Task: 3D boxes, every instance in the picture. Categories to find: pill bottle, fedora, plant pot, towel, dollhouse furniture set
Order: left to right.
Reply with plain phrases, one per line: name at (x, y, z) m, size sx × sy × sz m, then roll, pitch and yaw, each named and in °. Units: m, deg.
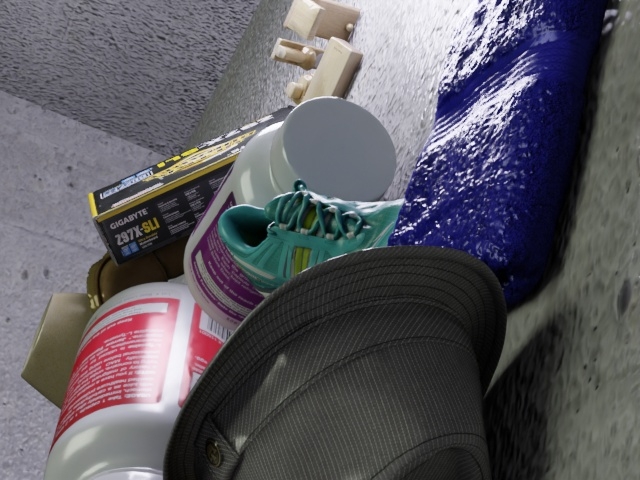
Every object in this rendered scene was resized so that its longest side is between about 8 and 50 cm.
plant pot at (-0.273, 0.179, 2.012) m, size 0.256 × 0.274 × 0.256 m, roll -158°, pitch 90°, yaw -79°
pill bottle at (-0.196, 0.239, 1.651) m, size 0.408 × 0.229 × 0.229 m, roll -89°, pitch 23°, yaw -62°
pill bottle at (-0.031, -0.025, 1.532) m, size 0.301 × 0.169 × 0.169 m, roll 129°, pitch 159°, yaw -57°
dollhouse furniture set at (0.026, -0.253, 2.040) m, size 0.151 × 0.123 × 0.144 m, roll 41°, pitch 113°, yaw 41°
fedora at (0.030, 0.144, 0.919) m, size 0.275 × 0.243 × 0.124 m, roll -58°, pitch 45°, yaw 31°
towel at (0.131, -0.082, 1.109) m, size 0.227 × 0.076 × 0.308 m, roll 132°, pitch 157°, yaw -63°

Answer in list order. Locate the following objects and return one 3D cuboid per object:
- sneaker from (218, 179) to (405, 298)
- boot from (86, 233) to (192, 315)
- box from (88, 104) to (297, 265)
sneaker at (0.000, 0.000, 1.300) m, size 0.275 × 0.110 × 0.107 m, roll -10°, pitch 39°, yaw 51°
boot at (-0.167, 0.015, 1.893) m, size 0.269 × 0.089 × 0.236 m, roll -20°, pitch 25°, yaw 12°
box at (-0.150, -0.081, 1.907) m, size 0.322 × 0.079 × 0.257 m, roll -25°, pitch 10°, yaw -6°
